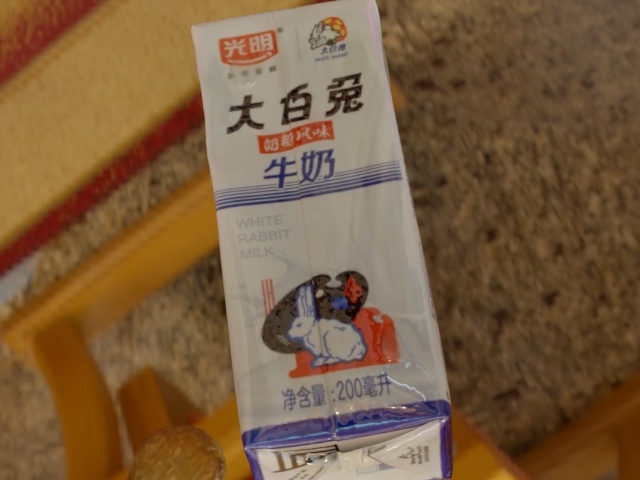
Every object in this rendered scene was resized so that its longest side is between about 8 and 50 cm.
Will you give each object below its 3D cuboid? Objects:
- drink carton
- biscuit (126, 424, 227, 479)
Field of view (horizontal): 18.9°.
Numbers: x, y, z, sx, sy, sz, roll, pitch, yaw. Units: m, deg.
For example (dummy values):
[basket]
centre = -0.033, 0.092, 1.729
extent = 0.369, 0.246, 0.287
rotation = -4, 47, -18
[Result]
[drink carton]
centre = 0.000, 0.000, 1.230
extent = 0.130, 0.315, 0.106
rotation = -8, 152, 1
[biscuit]
centre = -0.146, 0.272, 1.595
extent = 0.029, 0.118, 0.247
rotation = 31, 77, -42
